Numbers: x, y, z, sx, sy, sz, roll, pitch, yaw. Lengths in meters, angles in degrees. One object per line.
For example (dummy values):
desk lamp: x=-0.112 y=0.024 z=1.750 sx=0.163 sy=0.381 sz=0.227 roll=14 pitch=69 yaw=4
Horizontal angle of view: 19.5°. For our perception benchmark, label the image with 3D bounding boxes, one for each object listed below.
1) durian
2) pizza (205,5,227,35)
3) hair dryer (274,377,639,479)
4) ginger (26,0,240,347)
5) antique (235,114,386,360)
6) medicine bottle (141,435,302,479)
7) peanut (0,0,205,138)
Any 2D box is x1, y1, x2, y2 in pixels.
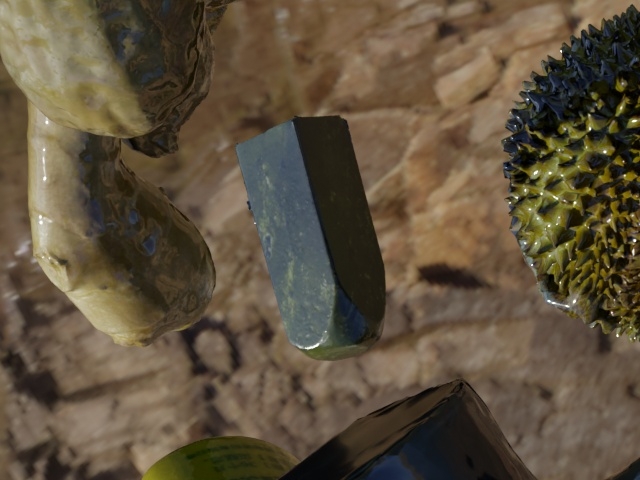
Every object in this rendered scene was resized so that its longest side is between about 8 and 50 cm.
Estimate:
durian: x=0.279 y=-0.065 z=1.517 sx=0.258 sy=0.258 sz=0.293 roll=5 pitch=118 yaw=16
pizza: x=-0.161 y=-0.190 z=1.473 sx=0.194 sy=0.154 sz=0.069 roll=-13 pitch=65 yaw=-17
hair dryer: x=0.137 y=0.111 z=0.493 sx=0.302 sy=0.116 sz=0.244 roll=-35 pitch=92 yaw=-3
ginger: x=-0.152 y=-0.122 z=1.288 sx=0.122 sy=0.348 sz=0.363 roll=22 pitch=90 yaw=33
antique: x=0.000 y=0.000 z=1.722 sx=0.080 sy=0.081 sz=0.221 roll=-23 pitch=78 yaw=38
medicine bottle: x=-0.005 y=0.158 z=0.798 sx=0.095 sy=0.260 sz=0.064 roll=11 pitch=104 yaw=-23
peanut: x=-0.124 y=-0.160 z=0.953 sx=0.110 sy=0.120 sz=0.236 roll=28 pitch=142 yaw=41
